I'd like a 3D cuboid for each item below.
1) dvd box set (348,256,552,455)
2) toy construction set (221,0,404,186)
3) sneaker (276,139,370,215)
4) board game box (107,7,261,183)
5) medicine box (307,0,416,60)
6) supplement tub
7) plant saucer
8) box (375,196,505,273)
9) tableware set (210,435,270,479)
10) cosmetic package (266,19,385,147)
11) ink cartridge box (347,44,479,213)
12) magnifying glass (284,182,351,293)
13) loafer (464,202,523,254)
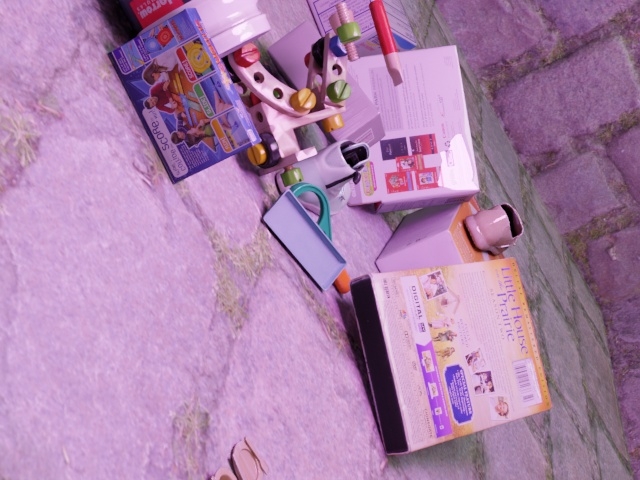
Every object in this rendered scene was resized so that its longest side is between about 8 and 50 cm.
[{"bbox_3d":[0.245,0.195,1.817,0.420,0.062,0.307,-5,80,-44],"label":"dvd box set"},{"bbox_3d":[-0.006,-0.224,1.632,0.257,0.309,0.237,-10,82,-60],"label":"toy construction set"},{"bbox_3d":[0.041,-0.113,1.794,0.094,0.151,0.256,68,20,8],"label":"sneaker"},{"bbox_3d":[-0.185,-0.195,1.367,0.201,0.136,0.035,64,22,-6],"label":"board game box"},{"bbox_3d":[0.079,-0.575,2.372,0.263,0.149,0.289,0,68,-67],"label":"medicine box"},{"bbox_3d":[-0.207,-0.387,1.439,0.272,0.191,0.191,62,22,-9],"label":"supplement tub"},{"bbox_3d":[-0.026,0.000,1.658,0.067,0.018,0.192,-51,125,-17],"label":"plant saucer"},{"bbox_3d":[0.268,0.053,2.133,0.215,0.168,0.345,62,21,-9],"label":"box"},{"bbox_3d":[-0.085,0.324,1.220,0.141,0.020,0.169,66,21,-2],"label":"tableware set"},{"bbox_3d":[0.012,-0.273,1.848,0.238,0.107,0.127,52,-1,18],"label":"cosmetic package"},{"bbox_3d":[0.161,-0.223,2.067,0.130,0.272,0.309,107,-24,-81],"label":"ink cartridge box"},{"bbox_3d":[0.000,0.000,1.709,0.092,0.026,0.231,-45,125,-23],"label":"magnifying glass"},{"bbox_3d":[0.384,-0.027,2.128,0.101,0.092,0.268,68,21,5],"label":"loafer"}]
